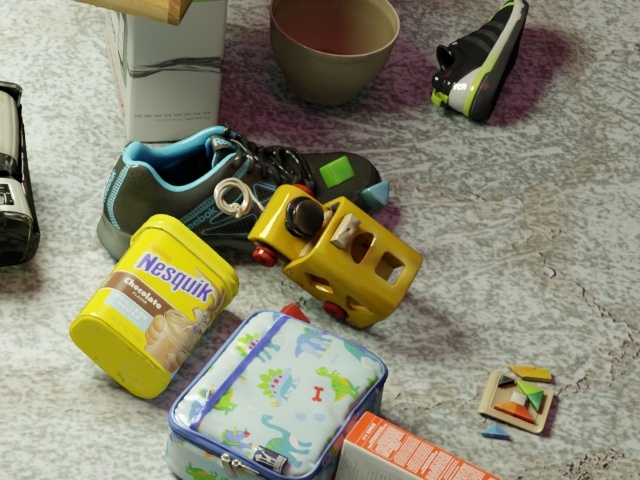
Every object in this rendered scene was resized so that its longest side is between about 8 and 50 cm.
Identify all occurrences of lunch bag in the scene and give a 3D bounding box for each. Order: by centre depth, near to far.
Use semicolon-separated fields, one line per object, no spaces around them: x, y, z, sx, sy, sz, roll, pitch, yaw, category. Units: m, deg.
-0.047;0.174;1.946;0.176;0.090;0.219;25;43;18;lunch bag

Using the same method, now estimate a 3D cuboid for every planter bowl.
0.011;-0.237;2.386;0.162;0.109;0.162;6;43;-5;planter bowl

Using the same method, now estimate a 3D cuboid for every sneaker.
-0.078;-0.058;2.151;0.341;0.139;0.125;-11;45;-25;sneaker
0.200;-0.247;2.457;0.097;0.084;0.234;18;43;9;sneaker

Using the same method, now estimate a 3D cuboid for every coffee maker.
-0.363;-0.061;2.100;0.120;0.171;0.178;-12;65;5;coffee maker

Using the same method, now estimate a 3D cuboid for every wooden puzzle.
0.211;0.171;2.060;0.079;0.014;0.116;13;43;2;wooden puzzle

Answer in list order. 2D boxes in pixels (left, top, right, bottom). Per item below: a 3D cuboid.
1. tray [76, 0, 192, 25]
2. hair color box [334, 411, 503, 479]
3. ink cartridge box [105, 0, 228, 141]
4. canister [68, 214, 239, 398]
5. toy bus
-0.190;-0.406;2.148;0.203;0.076;0.411;15;43;6;tray
0.100;0.249;1.893;0.167;0.093;0.053;27;45;15;hair color box
-0.184;-0.280;2.269;0.115;0.273;0.198;-4;44;-13;ink cartridge box
-0.175;0.070;2.019;0.126;0.073;0.170;41;46;-8;canister
0.012;0.003;2.071;0.202;0.104;0.191;-11;84;-28;toy bus
